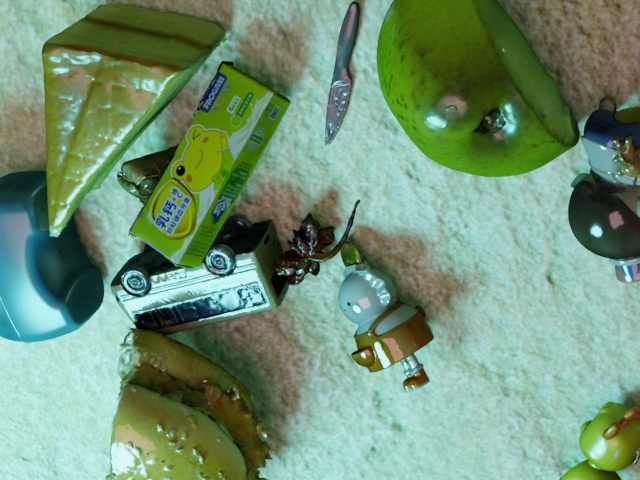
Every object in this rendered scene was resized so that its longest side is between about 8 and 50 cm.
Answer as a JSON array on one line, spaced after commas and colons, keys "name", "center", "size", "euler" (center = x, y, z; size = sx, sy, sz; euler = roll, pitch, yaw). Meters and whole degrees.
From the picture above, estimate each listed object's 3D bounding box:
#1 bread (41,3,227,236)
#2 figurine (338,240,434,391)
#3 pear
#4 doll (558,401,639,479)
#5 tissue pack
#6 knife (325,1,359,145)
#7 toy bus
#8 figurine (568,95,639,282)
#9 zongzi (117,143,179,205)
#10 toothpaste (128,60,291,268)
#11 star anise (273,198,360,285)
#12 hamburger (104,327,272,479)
[{"name": "bread", "center": [-0.314, -0.174, 1.836], "size": [0.244, 0.233, 0.362], "euler": [14, 120, 8]}, {"name": "figurine", "center": [0.107, 0.125, 1.910], "size": [0.143, 0.143, 0.271], "euler": [-17, 83, 22]}, {"name": "pear", "center": [0.206, -0.215, 1.623], "size": [0.238, 0.318, 0.342], "euler": [-31, 100, 21]}, {"name": "doll", "center": [0.489, 0.353, 1.891], "size": [0.135, 0.143, 0.221], "euler": [44, 125, 33]}, {"name": "tissue pack", "center": [-0.526, 0.031, 1.999], "size": [0.206, 0.198, 0.288], "euler": [-9, 112, 18]}, {"name": "knife", "center": [0.036, -0.263, 1.813], "size": [0.035, 0.018, 0.247], "euler": [14, 119, 7]}, {"name": "toy bus", "center": [-0.206, 0.069, 1.961], "size": [0.289, 0.139, 0.157], "euler": [-14, 113, 18]}, {"name": "figurine", "center": [0.457, -0.071, 1.704], "size": [0.158, 0.161, 0.276], "euler": [-13, 121, -25]}, {"name": "zongzi", "center": [-0.290, -0.071, 1.913], "size": [0.078, 0.160, 0.176], "euler": [41, 123, 25]}, {"name": "toothpaste", "center": [-0.178, -0.120, 1.825], "size": [0.110, 0.077, 0.327], "euler": [32, 96, 20]}, {"name": "star anise", "center": [0.000, 0.000, 1.902], "size": [0.097, 0.070, 0.191], "euler": [24, 105, -40]}, {"name": "hamburger", "center": [-0.229, 0.375, 2.002], "size": [0.286, 0.268, 0.446], "euler": [2, 133, 1]}]
